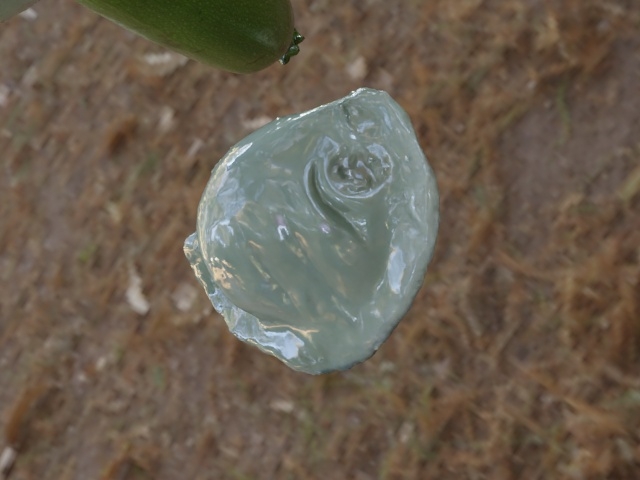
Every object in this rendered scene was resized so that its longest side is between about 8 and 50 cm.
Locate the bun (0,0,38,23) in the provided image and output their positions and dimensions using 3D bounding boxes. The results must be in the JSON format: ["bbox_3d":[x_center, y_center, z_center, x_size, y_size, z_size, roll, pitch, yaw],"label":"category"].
[{"bbox_3d":[-0.270,-0.266,1.017,0.283,0.179,0.283,-1,70,2],"label":"bun"}]

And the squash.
[{"bbox_3d":[-0.101,-0.193,1.266,0.101,0.379,0.101,-3,82,22],"label":"squash"}]

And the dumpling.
[{"bbox_3d":[0.001,-0.012,1.030,0.219,0.153,0.108,-39,15,43],"label":"dumpling"}]
